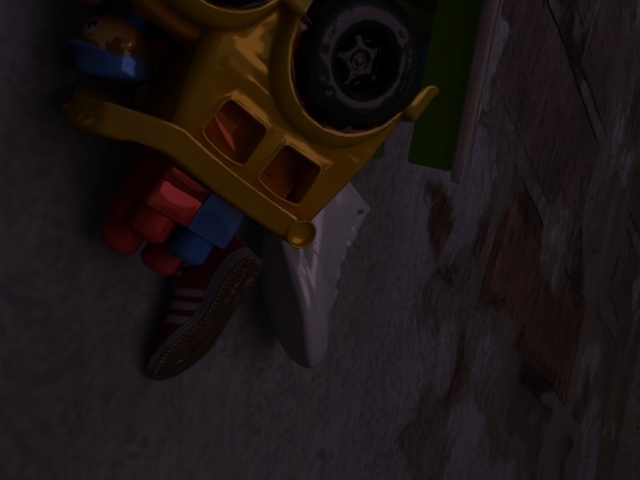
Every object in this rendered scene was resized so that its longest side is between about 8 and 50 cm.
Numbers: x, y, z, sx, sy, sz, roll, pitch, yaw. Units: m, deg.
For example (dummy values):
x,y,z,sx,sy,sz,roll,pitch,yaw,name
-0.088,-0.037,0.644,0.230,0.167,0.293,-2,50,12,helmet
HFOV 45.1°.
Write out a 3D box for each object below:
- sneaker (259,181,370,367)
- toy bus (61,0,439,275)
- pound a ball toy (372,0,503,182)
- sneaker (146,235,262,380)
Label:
x,y,z,sx,sy,sz,roll,pitch,yaw,name
0.000,0.000,0.621,0.094,0.080,0.212,-16,112,-28,sneaker
-0.076,-0.088,0.459,0.220,0.149,0.211,37,89,-32,toy bus
0.041,-0.219,0.591,0.136,0.208,0.319,-68,165,-46,pound a ball toy
-0.097,0.039,0.551,0.118,0.067,0.042,-52,151,11,sneaker
